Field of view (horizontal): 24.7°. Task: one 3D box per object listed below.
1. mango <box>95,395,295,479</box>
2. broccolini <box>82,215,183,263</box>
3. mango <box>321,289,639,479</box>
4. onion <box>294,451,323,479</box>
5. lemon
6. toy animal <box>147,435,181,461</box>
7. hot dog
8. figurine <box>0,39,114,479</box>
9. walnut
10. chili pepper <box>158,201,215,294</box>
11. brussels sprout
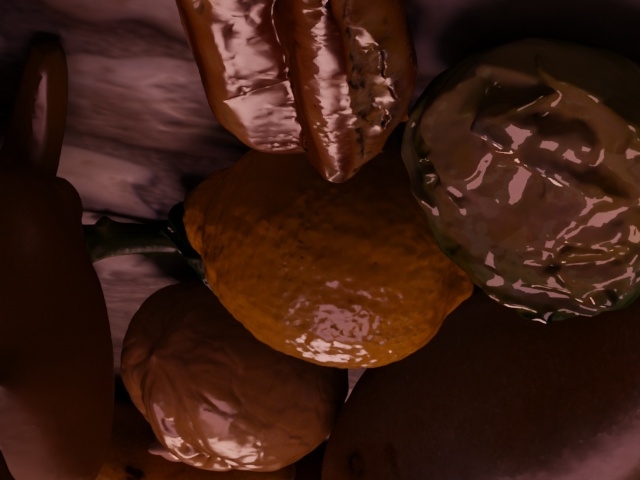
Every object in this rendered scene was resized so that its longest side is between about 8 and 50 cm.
[{"bbox_3d":[-0.178,0.233,1.528,0.295,0.120,0.177,16,178,-15],"label":"mango"},{"bbox_3d":[-0.189,-0.011,1.044,0.216,0.058,0.067,1,-165,-10],"label":"broccolini"},{"bbox_3d":[0.161,0.131,1.090,0.221,0.199,0.384,46,125,-7],"label":"mango"},{"bbox_3d":[0.061,0.331,1.725,0.248,0.161,0.248,12,179,0],"label":"onion"},{"bbox_3d":[0.002,0.002,0.885,0.187,0.142,0.142,18,161,11],"label":"lemon"},{"bbox_3d":[-0.117,0.161,1.431,0.114,0.091,0.082,-14,126,13],"label":"toy animal"},{"bbox_3d":[-0.010,-0.105,0.677,0.115,0.072,0.269,32,163,13],"label":"hot dog"},{"bbox_3d":[-0.231,0.098,0.798,0.268,0.387,0.401,26,142,-24],"label":"figurine"},{"bbox_3d":[-0.068,0.105,1.153,0.159,0.159,0.207,-7,161,29],"label":"walnut"},{"bbox_3d":[-0.001,0.003,1.001,0.216,0.062,0.108,1,-169,1],"label":"chili pepper"},{"bbox_3d":[0.127,-0.045,0.768,0.149,0.122,0.151,-11,118,27],"label":"brussels sprout"}]
